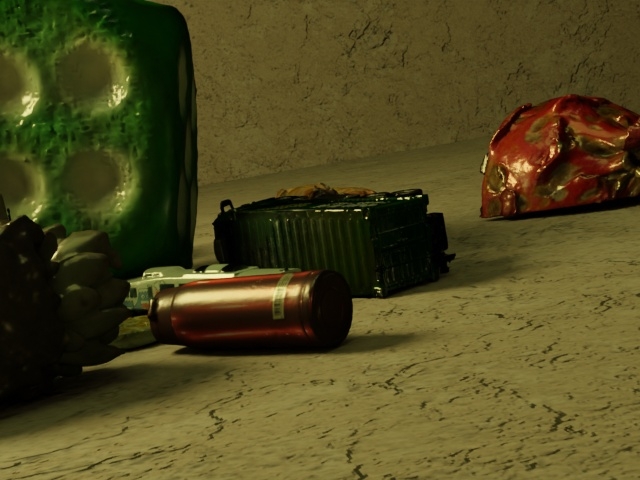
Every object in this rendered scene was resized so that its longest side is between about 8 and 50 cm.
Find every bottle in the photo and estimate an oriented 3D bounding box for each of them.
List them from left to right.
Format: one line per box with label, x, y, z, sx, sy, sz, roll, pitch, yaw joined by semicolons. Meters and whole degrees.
bottle;-0.057;0.054;0.911;0.164;0.060;0.060;-5;8;34

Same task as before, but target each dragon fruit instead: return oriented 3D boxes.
dragon fruit;0.337;-0.109;1.431;0.262;0.134;0.211;-13;11;-29

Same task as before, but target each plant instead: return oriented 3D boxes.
plant;-0.237;0.051;0.863;0.194;0.129;0.132;-18;11;-39

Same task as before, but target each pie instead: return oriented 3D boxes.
pie;-0.159;0.076;1.018;0.085;0.017;0.085;-8;7;1

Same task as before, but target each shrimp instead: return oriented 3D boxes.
shrimp;0.022;-0.053;1.691;0.164;0.062;0.317;-7;4;-3

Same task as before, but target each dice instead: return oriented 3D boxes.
dice;-0.280;-0.091;1.261;0.297;0.287;0.300;-2;-4;-2

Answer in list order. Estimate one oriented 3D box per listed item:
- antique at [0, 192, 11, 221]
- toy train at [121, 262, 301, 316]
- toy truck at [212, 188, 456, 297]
antique;-0.346;0.042;1.026;0.152;0.147;0.148;-2;13;45
toy train;-0.111;0.045;1.095;0.207;0.047;0.043;-3;8;34
toy truck;0.000;0.000;1.160;0.121;0.088;0.259;-15;10;-42
